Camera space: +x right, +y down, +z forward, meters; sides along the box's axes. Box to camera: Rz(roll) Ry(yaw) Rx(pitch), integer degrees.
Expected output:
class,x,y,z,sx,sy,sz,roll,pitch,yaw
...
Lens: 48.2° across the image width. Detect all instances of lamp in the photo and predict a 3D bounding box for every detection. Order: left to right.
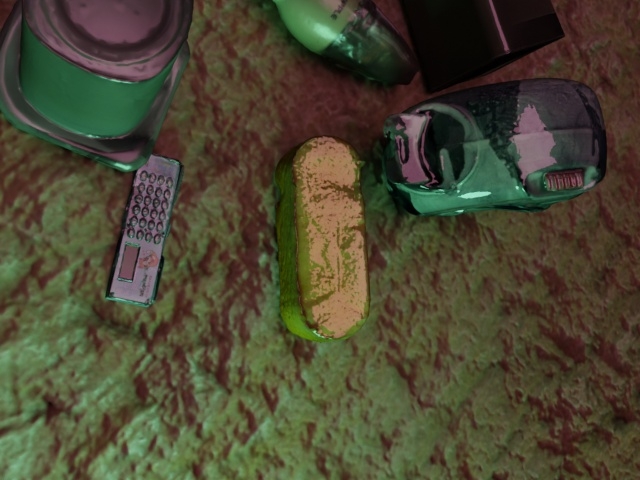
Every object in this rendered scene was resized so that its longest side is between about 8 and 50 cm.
class,x,y,z,sx,sy,sz,roll,pitch,yaw
lamp,0.027,-0.269,0.886,0.250,0.101,0.101,29,74,-24

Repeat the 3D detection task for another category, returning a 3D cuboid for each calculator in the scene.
class,x,y,z,sx,sy,sz,roll,pitch,yaw
calculator,-0.194,-0.014,0.802,0.057,0.018,0.172,15,80,-23

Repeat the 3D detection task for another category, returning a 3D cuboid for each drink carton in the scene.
class,x,y,z,sx,sy,sz,roll,pitch,yaw
drink carton,-0.222,-0.193,0.706,0.191,0.189,0.185,24,77,-18

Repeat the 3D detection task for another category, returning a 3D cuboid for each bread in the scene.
class,x,y,z,sx,sy,sz,roll,pitch,yaw
bread,0.000,0.000,0.856,0.102,0.094,0.246,-3,86,-17

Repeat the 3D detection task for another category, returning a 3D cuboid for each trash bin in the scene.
class,x,y,z,sx,sy,sz,roll,pitch,yaw
trash bin,0.189,-0.340,0.942,0.122,0.164,0.241,-22,92,-27

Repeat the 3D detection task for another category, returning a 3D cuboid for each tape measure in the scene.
class,x,y,z,sx,sy,sz,roll,pitch,yaw
tape measure,0.204,-0.101,0.875,0.275,0.256,0.147,-7,90,0
